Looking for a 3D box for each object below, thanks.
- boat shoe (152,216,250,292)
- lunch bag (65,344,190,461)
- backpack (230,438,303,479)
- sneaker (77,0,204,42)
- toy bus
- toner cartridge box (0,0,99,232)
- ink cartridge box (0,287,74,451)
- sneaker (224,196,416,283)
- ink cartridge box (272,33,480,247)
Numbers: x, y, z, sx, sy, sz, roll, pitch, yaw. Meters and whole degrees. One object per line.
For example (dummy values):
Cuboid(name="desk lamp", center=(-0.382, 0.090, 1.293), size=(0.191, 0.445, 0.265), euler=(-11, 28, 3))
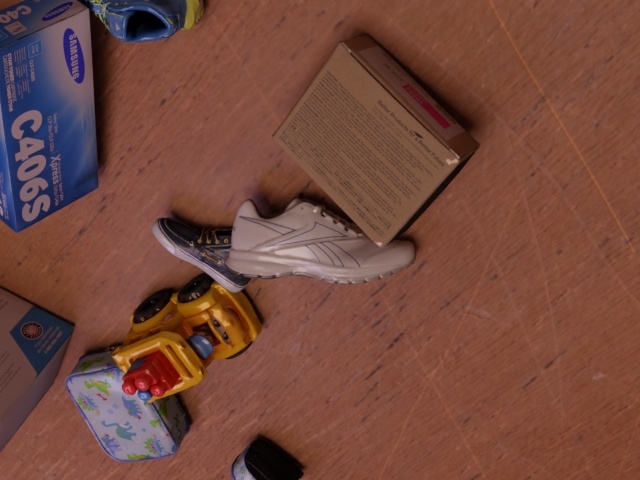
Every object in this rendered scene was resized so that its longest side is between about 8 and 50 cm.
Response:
Cuboid(name="boat shoe", center=(-0.178, 0.002, 1.752), size=(0.183, 0.065, 0.083), euler=(35, 120, -12))
Cuboid(name="lunch bag", center=(-0.354, 0.299, 1.976), size=(0.176, 0.090, 0.219), euler=(-14, 116, 24))
Cuboid(name="backpack", center=(-0.107, 0.429, 1.968), size=(0.114, 0.105, 0.084), euler=(43, 123, -5))
Cuboid(name="sneaker", center=(-0.291, -0.345, 1.526), size=(0.240, 0.126, 0.091), euler=(14, 124, 9))
Cuboid(name="toy bus", center=(-0.234, 0.180, 1.789), size=(0.220, 0.211, 0.149), euler=(-23, 110, 27))
Cuboid(name="toner cartridge box", center=(-0.421, -0.186, 1.601), size=(0.075, 0.165, 0.348), euler=(36, 142, 24))
Cuboid(name="ink cartridge box", center=(-0.686, 0.192, 1.898), size=(0.395, 0.285, 0.166), euler=(28, 126, 1))
Cuboid(name="sneaker", center=(0.000, 0.000, 1.661), size=(0.297, 0.111, 0.129), euler=(4, 94, 2))
Cuboid(name="ink cartridge box", center=(0.075, -0.140, 1.522), size=(0.235, 0.088, 0.193), euler=(47, 124, 9))
